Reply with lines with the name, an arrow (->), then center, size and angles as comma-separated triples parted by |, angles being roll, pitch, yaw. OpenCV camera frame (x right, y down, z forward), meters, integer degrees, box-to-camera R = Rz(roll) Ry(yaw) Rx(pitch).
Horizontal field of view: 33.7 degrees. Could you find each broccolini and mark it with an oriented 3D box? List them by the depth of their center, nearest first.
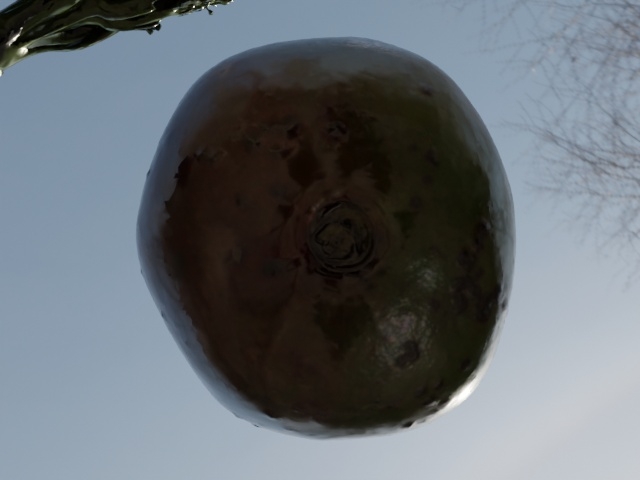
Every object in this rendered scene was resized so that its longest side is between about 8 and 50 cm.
broccolini -> -0.115, -0.061, 0.358 | 0.239, 0.054, 0.051 | -30, -84, 0

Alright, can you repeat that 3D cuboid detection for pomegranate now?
pomegranate -> 0.020, 0.007, 0.787 | 0.291, 0.323, 0.291 | -4, -104, 16
